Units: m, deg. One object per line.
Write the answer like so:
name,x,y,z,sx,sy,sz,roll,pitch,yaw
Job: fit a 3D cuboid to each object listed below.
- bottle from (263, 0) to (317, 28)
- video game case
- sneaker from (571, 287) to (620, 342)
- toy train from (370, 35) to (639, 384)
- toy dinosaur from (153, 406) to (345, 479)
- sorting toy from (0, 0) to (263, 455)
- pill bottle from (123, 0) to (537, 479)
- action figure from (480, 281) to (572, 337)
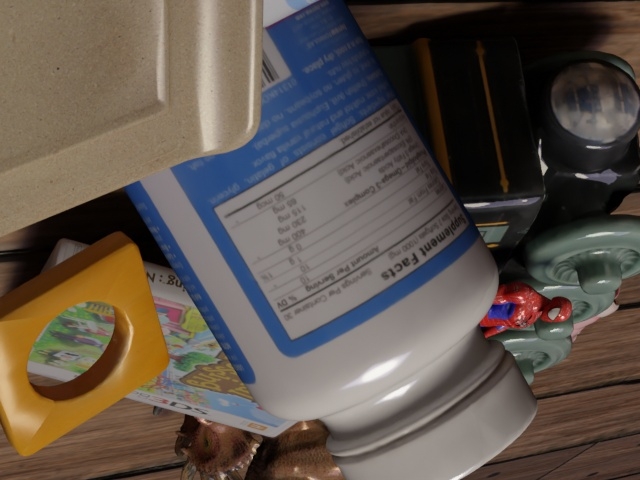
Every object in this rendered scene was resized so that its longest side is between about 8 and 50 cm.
bottle,-0.102,-0.096,0.556,0.283,0.092,0.118,-25,152,16
video game case,-0.084,0.066,0.925,0.193,0.023,0.212,17,157,-14
sneaker,0.212,0.056,1.265,0.070,0.051,0.134,-15,155,4
toy train,0.071,-0.005,0.896,0.190,0.142,0.334,-2,158,-9
toy dinosaur,-0.024,0.208,1.219,0.200,0.295,0.127,-10,-172,-17
sorting toy,-0.107,-0.079,0.440,0.196,0.047,0.347,-22,131,-31
pill bottle,0.000,0.000,0.670,0.124,0.221,0.124,-30,-173,4
action figure,0.076,0.040,0.808,0.115,0.030,0.038,-9,149,25
